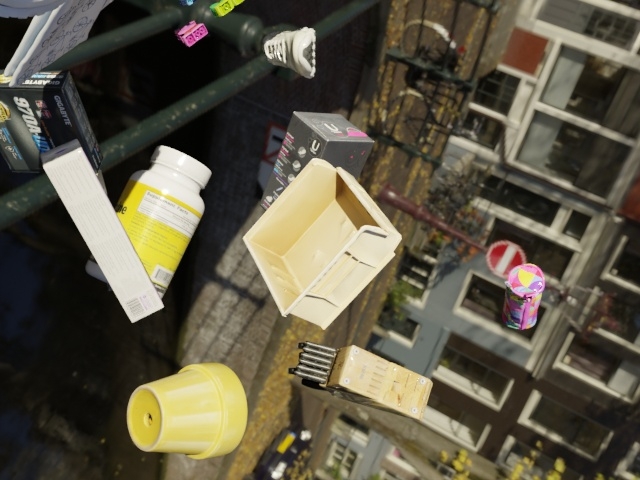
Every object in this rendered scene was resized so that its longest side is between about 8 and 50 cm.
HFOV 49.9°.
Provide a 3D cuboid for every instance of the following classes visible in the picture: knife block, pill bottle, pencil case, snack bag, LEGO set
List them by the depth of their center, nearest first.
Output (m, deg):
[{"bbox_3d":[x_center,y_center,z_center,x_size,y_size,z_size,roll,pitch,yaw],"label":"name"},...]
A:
[{"bbox_3d":[-0.308,-0.396,1.026,0.323,0.037,0.343,-31,-158,44],"label":"snack bag"},{"bbox_3d":[-0.207,-0.464,1.288,0.227,0.093,0.087,-45,128,-22],"label":"LEGO set"},{"bbox_3d":[0.073,0.306,1.510,0.088,0.275,0.242,-69,-169,-19],"label":"knife block"},{"bbox_3d":[-0.387,-0.040,1.592,0.334,0.187,0.188,-66,163,-9],"label":"pill bottle"},{"bbox_3d":[0.537,0.156,1.828,0.104,0.104,0.236,-57,155,-21],"label":"pencil case"}]

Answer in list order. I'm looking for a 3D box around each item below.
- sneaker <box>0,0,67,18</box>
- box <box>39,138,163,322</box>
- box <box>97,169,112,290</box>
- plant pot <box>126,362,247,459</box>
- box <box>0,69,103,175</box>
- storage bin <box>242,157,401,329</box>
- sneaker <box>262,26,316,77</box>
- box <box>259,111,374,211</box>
[{"bbox_3d":[-0.324,-0.281,0.679,0.235,0.094,0.090,-21,94,-48],"label":"sneaker"},{"bbox_3d":[-0.353,-0.008,1.134,0.067,0.063,0.324,-28,124,-12],"label":"box"},{"bbox_3d":[-0.592,-0.024,1.889,0.060,0.216,0.270,-14,145,-17],"label":"box"},{"bbox_3d":[-0.361,0.453,1.800,0.239,0.254,0.254,6,111,-48],"label":"plant pot"},{"bbox_3d":[-0.516,-0.212,1.259,0.220,0.175,0.051,89,4,-53],"label":"box"},{"bbox_3d":[0.000,0.000,1.436,0.123,0.262,0.260,31,107,-40],"label":"storage bin"},{"bbox_3d":[-0.072,-0.433,1.575,0.292,0.118,0.110,-113,-156,-71],"label":"sneaker"},{"bbox_3d":[-0.013,-0.163,1.695,0.165,0.143,0.270,-7,131,-43],"label":"box"}]
